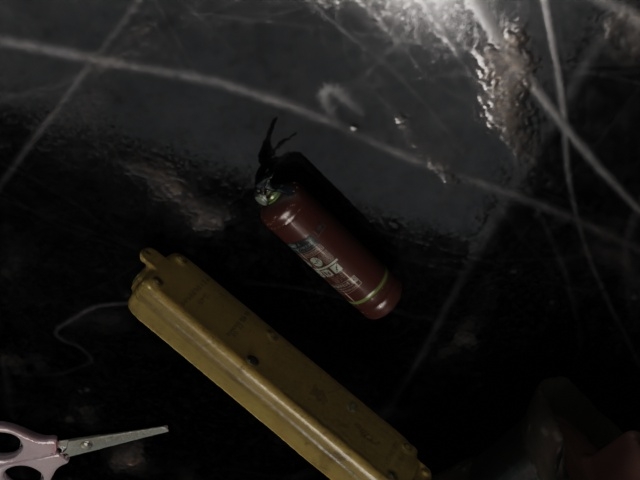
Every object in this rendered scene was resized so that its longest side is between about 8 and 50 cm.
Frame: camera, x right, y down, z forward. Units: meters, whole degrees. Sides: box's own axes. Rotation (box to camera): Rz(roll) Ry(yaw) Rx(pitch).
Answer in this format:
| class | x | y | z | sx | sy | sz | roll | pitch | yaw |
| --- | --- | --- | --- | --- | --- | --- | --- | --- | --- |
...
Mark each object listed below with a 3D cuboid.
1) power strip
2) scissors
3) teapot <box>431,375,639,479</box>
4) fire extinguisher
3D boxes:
| class | x | y | z | sx | sy | sz | roll | pitch | yaw |
| --- | --- | --- | --- | --- | --- | --- | --- | --- | --- |
| power strip | -0.032 | 0.116 | 0.841 | 0.305 | 0.064 | 0.044 | 39 | 122 | 0 |
| scissors | -0.231 | 0.192 | 0.986 | 0.189 | 0.015 | 0.100 | -13 | 126 | 7 |
| teapot | 0.182 | 0.315 | 0.934 | 0.362 | 0.306 | 0.376 | -44 | 144 | 19 |
| fire extinguisher | 0.000 | 0.000 | 0.828 | 0.158 | 0.043 | 0.064 | 44 | 157 | -26 |
